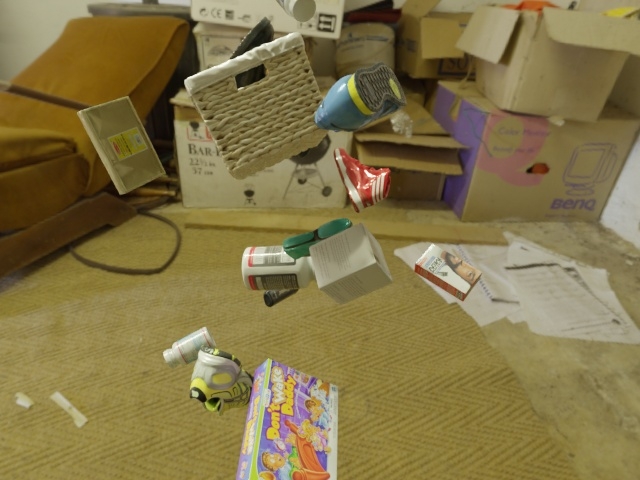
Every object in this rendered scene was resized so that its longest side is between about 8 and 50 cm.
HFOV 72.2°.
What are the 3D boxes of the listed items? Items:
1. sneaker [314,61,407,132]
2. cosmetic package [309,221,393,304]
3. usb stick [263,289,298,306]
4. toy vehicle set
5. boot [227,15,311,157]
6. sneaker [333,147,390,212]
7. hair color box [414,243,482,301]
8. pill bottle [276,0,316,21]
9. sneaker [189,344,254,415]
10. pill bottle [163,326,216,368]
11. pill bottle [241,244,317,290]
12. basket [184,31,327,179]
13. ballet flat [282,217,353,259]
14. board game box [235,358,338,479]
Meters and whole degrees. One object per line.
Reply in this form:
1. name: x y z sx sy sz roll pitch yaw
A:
1. sneaker: 0.057 -0.191 0.603 0.082 0.069 0.209 -25 8 34
2. cosmetic package: 0.091 0.072 1.304 0.184 0.151 0.151 -26 54 15
3. usb stick: -0.178 0.237 2.021 0.045 0.077 0.278 -14 2 24
4. toy vehicle set: -0.617 -0.300 1.382 0.035 0.266 0.166 -4 26 37
5. boot: -0.134 -0.551 1.644 0.445 0.367 0.146 39 53 -18
6. sneaker: 0.122 -0.184 1.212 0.128 0.087 0.221 -21 62 4
7. hair color box: 0.372 0.092 1.287 0.167 0.053 0.093 33 65 26
8. pill bottle: -0.068 -0.624 1.131 0.078 0.078 0.137 -12 52 -25
9. sneaker: -0.288 0.439 1.297 0.145 0.384 0.147 11 59 22
10. pill bottle: -0.443 0.368 1.490 0.160 0.087 0.087 -27 39 -12
11. pill bottle: -0.134 0.105 1.731 0.319 0.176 0.176 -3 30 7
12. basket: -0.165 -0.358 1.251 0.329 0.266 0.331 -26 6 -6
13. ballet flat: 0.000 0.000 1.442 0.248 0.087 0.083 -19 40 12
14. board game box: -0.073 0.503 1.107 0.233 0.078 0.347 28 37 -20
